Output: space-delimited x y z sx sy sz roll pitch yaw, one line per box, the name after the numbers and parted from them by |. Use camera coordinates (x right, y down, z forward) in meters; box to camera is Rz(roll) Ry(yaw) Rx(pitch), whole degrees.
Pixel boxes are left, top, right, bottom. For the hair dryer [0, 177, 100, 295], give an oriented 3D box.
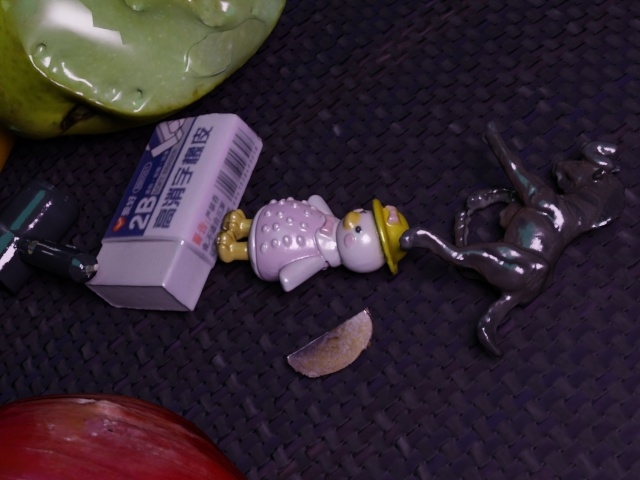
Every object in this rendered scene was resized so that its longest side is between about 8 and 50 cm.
-0.284 0.005 0.969 0.219 0.071 0.124 14 64 49 | hair dryer

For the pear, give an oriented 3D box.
-0.256 -0.244 1.025 0.238 0.342 0.318 -20 42 58 | pear

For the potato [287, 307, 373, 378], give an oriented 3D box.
0.018 0.098 0.854 0.093 0.036 0.037 -34 88 19 | potato

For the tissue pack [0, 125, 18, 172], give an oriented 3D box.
-0.509 -0.174 1.067 0.228 0.293 0.381 6 61 18 | tissue pack

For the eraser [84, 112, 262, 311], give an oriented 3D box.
-0.152 -0.030 0.966 0.125 0.068 0.210 0 58 35 | eraser

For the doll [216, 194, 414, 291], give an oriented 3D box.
0.000 0.000 0.891 0.207 0.081 0.129 -1 42 18 | doll

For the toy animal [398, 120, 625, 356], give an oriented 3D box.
0.182 -0.013 0.832 0.148 0.084 0.232 25 66 30 | toy animal

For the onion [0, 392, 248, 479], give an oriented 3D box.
-0.197 0.262 0.656 0.341 0.341 0.341 -10 55 14 | onion
